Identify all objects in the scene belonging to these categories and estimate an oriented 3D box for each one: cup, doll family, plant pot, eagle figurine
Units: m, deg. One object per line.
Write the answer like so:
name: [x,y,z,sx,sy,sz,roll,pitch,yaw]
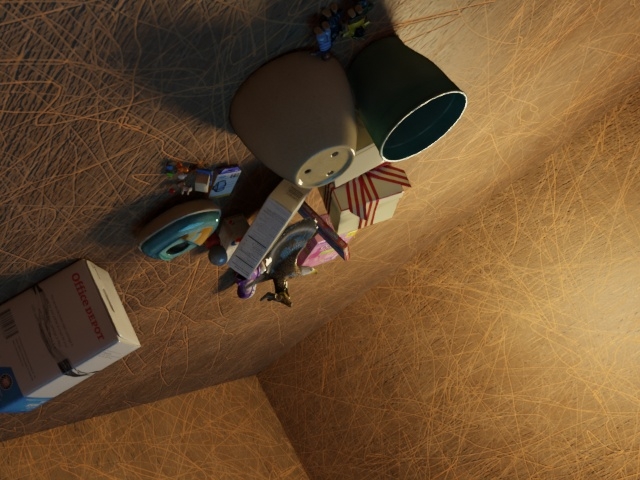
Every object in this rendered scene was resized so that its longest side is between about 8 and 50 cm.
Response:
cup: [-0.037,-0.275,1.502,0.331,0.237,0.331,-22,157,-10]
doll family: [0.051,-0.499,1.383,0.193,0.076,0.111,-25,165,-4]
plant pot: [0.211,-0.396,1.592,0.271,0.255,0.272,-28,161,-11]
eagle figurine: [-0.107,0.065,1.982,0.226,0.298,0.225,6,178,42]

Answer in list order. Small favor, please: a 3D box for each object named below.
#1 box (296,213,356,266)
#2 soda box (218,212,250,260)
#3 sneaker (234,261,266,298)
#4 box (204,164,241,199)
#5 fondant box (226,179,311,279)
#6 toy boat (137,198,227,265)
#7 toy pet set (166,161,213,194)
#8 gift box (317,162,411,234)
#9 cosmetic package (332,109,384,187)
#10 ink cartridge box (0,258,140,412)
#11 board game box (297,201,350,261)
box: [0.000,0.000,2.476,0.213,0.117,0.243,-18,156,-34]
soda box: [-0.312,-0.006,2.061,0.074,0.069,0.216,-21,160,-30]
sneaker: [-0.318,0.164,2.460,0.104,0.095,0.236,-8,146,-35]
box: [-0.288,-0.177,1.735,0.081,0.028,0.136,-16,154,-37]
fondant box: [-0.158,-0.059,1.921,0.330,0.096,0.238,-52,-177,37]
toy boat: [-0.387,-0.007,1.806,0.267,0.148,0.318,-30,163,11]
toy pet set: [-0.355,-0.182,1.605,0.114,0.065,0.122,9,148,-7]
gift box: [0.142,-0.174,1.986,0.255,0.276,0.258,-23,161,-11]
cosmetic package: [0.134,-0.311,1.812,0.309,0.160,0.113,-30,145,-9]
ink cartridge box: [-0.780,0.282,1.731,0.394,0.285,0.166,-30,163,-3]
board game box: [0.001,-0.049,2.102,0.027,0.281,0.145,-42,163,-8]
